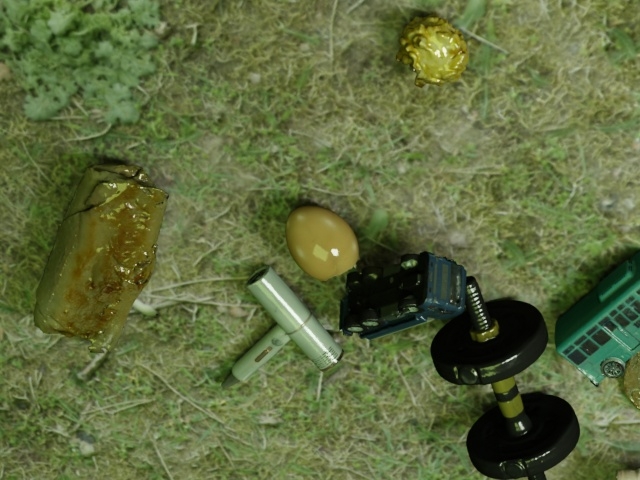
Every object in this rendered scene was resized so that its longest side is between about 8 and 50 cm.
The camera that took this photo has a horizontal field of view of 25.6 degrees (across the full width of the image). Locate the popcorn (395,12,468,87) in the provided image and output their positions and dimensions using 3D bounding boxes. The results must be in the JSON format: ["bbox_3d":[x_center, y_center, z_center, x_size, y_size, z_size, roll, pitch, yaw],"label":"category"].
[{"bbox_3d":[0.125,-0.208,1.559,0.082,0.057,0.083,18,118,-8],"label":"popcorn"}]

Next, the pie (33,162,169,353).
[{"bbox_3d":[-0.273,0.026,1.751,0.128,0.068,0.282,16,122,-13],"label":"pie"}]

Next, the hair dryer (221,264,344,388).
[{"bbox_3d":[-0.086,0.131,1.799,0.183,0.044,0.155,-30,108,27],"label":"hair dryer"}]

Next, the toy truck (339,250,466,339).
[{"bbox_3d":[0.091,0.074,1.673,0.088,0.074,0.201,18,156,-30],"label":"toy truck"}]

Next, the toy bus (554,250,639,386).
[{"bbox_3d":[0.360,0.089,1.677,0.092,0.079,0.160,39,120,-13],"label":"toy bus"}]

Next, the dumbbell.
[{"bbox_3d":[0.226,0.183,1.715,0.143,0.143,0.325,-14,116,17],"label":"dumbbell"}]

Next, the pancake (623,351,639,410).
[{"bbox_3d":[0.449,0.163,1.735,0.158,0.028,0.158,5,118,10],"label":"pancake"}]

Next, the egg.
[{"bbox_3d":[0.000,0.000,1.686,0.080,0.080,0.096,-25,107,21],"label":"egg"}]

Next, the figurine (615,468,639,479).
[{"bbox_3d":[0.499,0.346,1.759,0.256,0.182,0.144,-1,135,8],"label":"figurine"}]
